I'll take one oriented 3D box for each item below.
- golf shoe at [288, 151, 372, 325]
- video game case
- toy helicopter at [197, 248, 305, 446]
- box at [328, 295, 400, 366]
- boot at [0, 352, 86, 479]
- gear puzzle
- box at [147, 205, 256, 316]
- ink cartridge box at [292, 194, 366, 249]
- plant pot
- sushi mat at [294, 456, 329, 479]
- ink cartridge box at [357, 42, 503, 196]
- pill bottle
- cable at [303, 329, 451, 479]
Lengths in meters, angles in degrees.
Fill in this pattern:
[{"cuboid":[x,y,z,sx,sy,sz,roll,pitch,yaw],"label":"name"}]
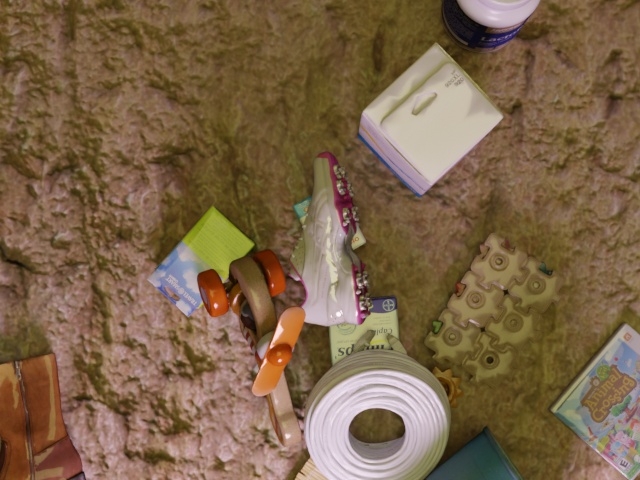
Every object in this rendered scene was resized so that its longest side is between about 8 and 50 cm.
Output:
[{"cuboid":[0.000,0.000,1.582,0.140,0.115,0.306,-11,79,17],"label":"golf shoe"},{"cuboid":[0.553,0.289,1.654,0.193,0.023,0.212,41,89,3],"label":"video game case"},{"cuboid":[-0.084,0.198,1.577,0.140,0.235,0.355,-19,107,-18],"label":"toy helicopter"},{"cuboid":[0.079,0.172,1.643,0.126,0.072,0.137,-5,88,1],"label":"box"},{"cuboid":[-0.571,0.362,1.634,0.264,0.096,0.280,-17,87,0],"label":"boot"},{"cuboid":[0.290,0.168,1.659,0.175,0.044,0.339,32,91,1],"label":"gear puzzle"},{"cuboid":[-0.215,0.038,1.668,0.109,0.042,0.178,42,89,3],"label":"box"},{"cuboid":[0.017,-0.028,1.662,0.088,0.052,0.122,-28,86,0],"label":"ink cartridge box"},{"cuboid":[0.253,0.496,1.532,0.255,0.271,0.272,-35,87,2],"label":"plant pot"},{"cuboid":[0.092,0.505,1.654,0.316,0.019,0.151,35,88,2],"label":"sushi mat"},{"cuboid":[0.181,-0.197,1.577,0.171,0.233,0.168,-44,87,-1],"label":"ink cartridge box"},{"cuboid":[0.295,-0.425,1.569,0.153,0.265,0.153,0,88,1],"label":"pill bottle"},{"cuboid":[0.100,0.316,1.581,0.257,0.089,0.257,43,101,-11],"label":"cable"}]
